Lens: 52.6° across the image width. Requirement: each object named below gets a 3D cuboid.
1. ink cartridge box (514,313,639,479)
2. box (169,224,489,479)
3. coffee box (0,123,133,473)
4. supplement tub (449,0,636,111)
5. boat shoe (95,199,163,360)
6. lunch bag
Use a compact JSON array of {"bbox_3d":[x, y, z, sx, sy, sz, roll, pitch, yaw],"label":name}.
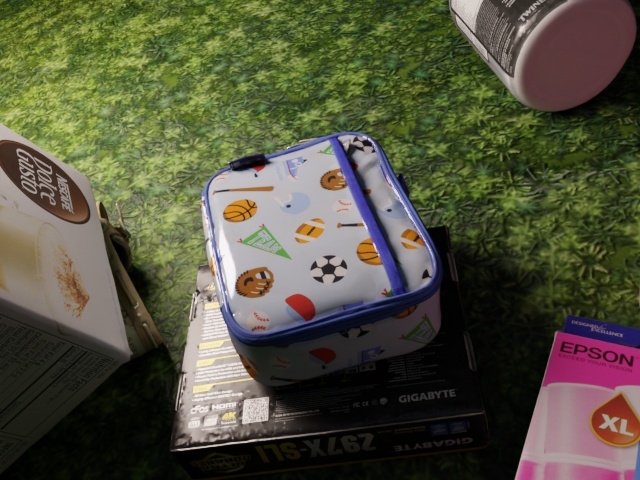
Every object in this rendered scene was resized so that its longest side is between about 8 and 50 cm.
[{"bbox_3d":[0.272,0.184,0.556,0.176,0.069,0.371,10,38,25],"label":"ink cartridge box"},{"bbox_3d":[0.007,0.120,0.734,0.322,0.079,0.257,-10,43,8],"label":"box"},{"bbox_3d":[-0.461,0.053,0.691,0.338,0.334,0.337,-41,45,11],"label":"coffee box"},{"bbox_3d":[0.323,-0.359,1.013,0.193,0.193,0.316,-17,45,0],"label":"supplement tub"},{"bbox_3d":[-0.282,0.046,0.884,0.089,0.104,0.285,-19,55,-8],"label":"boat shoe"},{"bbox_3d":[0.000,0.000,0.721,0.243,0.115,0.303,-16,45,-2],"label":"lunch bag"}]
